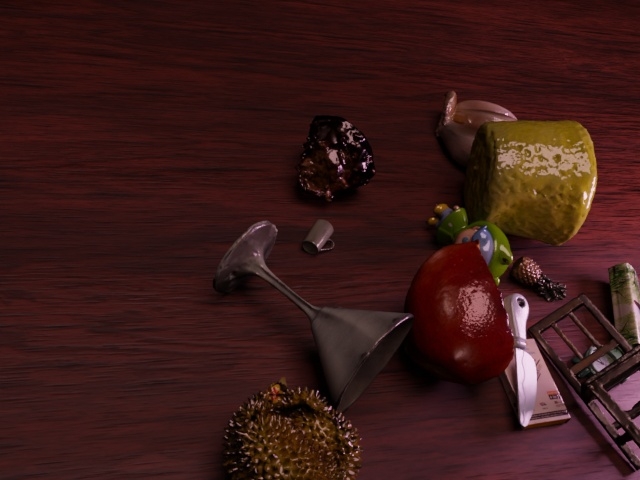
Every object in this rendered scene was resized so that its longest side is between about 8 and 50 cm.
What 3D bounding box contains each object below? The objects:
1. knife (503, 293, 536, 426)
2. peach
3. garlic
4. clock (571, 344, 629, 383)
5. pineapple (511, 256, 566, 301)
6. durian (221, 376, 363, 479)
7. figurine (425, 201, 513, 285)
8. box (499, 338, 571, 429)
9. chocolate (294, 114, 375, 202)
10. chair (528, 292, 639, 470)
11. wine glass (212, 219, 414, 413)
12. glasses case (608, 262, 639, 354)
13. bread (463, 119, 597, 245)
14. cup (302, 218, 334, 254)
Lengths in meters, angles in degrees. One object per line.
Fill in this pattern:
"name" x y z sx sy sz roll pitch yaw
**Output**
"knife" 0.487 0.286 1.788 0.080 0.044 0.331 17 59 -30
"peach" 0.337 0.160 1.730 0.281 0.281 0.338 25 67 2
"garlic" 0.504 -0.327 2.291 0.325 0.132 0.279 24 57 7
"clock" 0.713 0.317 1.896 0.135 0.041 0.101 2 52 -16
"pineapple" 0.595 0.108 2.010 0.159 0.074 0.074 34 49 -1
"durian" -0.063 0.410 1.436 0.293 0.258 0.258 36 49 24
"figurine" 0.393 0.003 1.966 0.143 0.162 0.263 -9 45 -41
"box" 0.501 0.335 1.812 0.129 0.033 0.247 -4 54 -21
"chocolate" 0.015 -0.198 1.975 0.224 0.206 0.177 39 61 7
"chair" 0.688 0.298 1.735 0.203 0.240 0.416 -35 65 1
"wine glass" -0.025 0.151 1.649 0.406 0.267 0.267 39 50 20
"glasses case" 0.834 0.192 2.000 0.095 0.062 0.272 41 42 -30
"bread" 0.563 -0.162 2.049 0.308 0.348 0.348 1 52 -6
"cup" -0.005 -0.001 1.906 0.054 0.075 0.083 4 43 33
